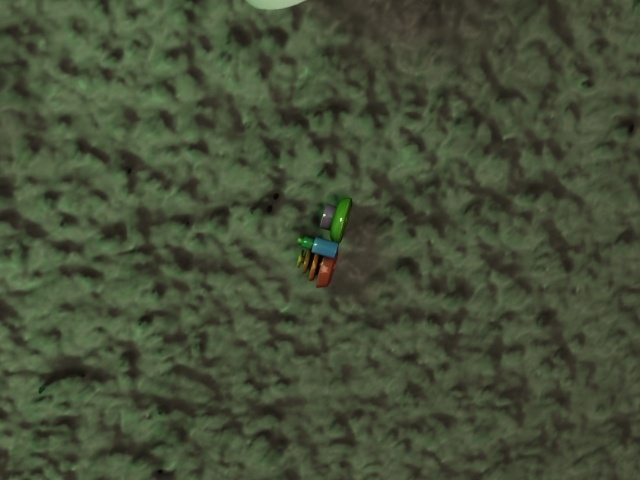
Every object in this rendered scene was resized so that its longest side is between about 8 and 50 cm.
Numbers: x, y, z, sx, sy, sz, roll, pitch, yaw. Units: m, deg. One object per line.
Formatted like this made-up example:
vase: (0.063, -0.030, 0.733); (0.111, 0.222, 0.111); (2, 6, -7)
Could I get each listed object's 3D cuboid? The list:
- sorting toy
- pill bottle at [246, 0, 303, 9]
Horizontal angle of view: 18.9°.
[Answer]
sorting toy: (0.000, 0.000, 1.996); (0.042, 0.061, 0.102); (17, 103, 4)
pill bottle: (-0.086, -0.352, 1.683); (0.169, 0.169, 0.301); (-37, 126, -4)
